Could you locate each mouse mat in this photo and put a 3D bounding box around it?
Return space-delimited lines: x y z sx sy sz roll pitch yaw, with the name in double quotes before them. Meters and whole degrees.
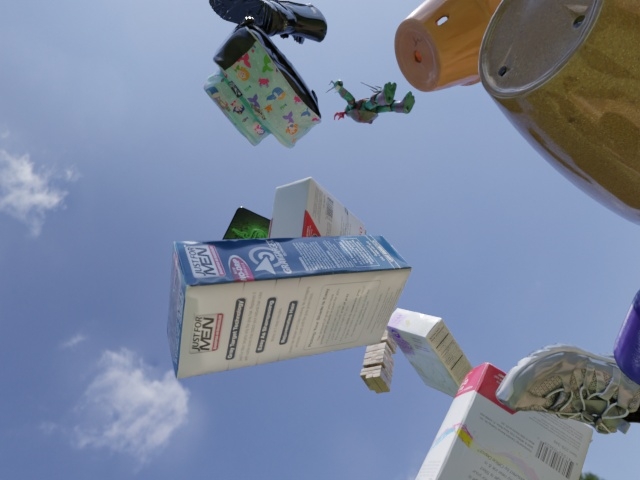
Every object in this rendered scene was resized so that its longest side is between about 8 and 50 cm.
"mouse mat" -0.185 -0.001 1.261 0.189 0.007 0.153 24 -111 -8

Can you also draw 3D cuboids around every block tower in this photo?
"block tower" 0.246 0.450 1.730 0.090 0.335 0.097 -20 -66 29

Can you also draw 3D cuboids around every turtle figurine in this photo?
"turtle figurine" 0.128 -0.376 1.160 0.175 0.234 0.118 -13 -71 -37

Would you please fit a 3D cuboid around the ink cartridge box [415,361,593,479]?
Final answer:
"ink cartridge box" 0.329 0.426 0.797 0.306 0.226 0.131 -51 -13 -25

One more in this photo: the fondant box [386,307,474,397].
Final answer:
"fondant box" 0.399 0.405 1.520 0.096 0.238 0.330 -41 -72 -21

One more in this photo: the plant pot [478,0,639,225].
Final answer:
"plant pot" 0.283 -0.150 0.393 0.254 0.237 0.237 13 -73 -25

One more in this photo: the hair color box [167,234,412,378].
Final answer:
"hair color box" -0.047 0.090 0.661 0.347 0.105 0.174 -2 -55 -29

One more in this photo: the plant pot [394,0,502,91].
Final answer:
"plant pot" 0.343 -0.546 1.184 0.203 0.291 0.291 -31 -56 -13

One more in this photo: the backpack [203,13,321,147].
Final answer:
"backpack" -0.120 -0.317 0.924 0.191 0.225 0.253 -44 -62 13

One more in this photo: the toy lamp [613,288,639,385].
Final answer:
"toy lamp" 0.295 0.159 0.363 0.080 0.080 0.275 -23 -67 -15

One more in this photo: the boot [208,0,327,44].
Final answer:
"boot" -0.123 -0.551 1.026 0.207 0.246 0.094 -24 -34 -50

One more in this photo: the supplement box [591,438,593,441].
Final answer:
"supplement box" 0.500 0.438 1.012 0.239 0.130 0.073 10 -59 -22

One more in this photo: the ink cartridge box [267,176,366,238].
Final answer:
"ink cartridge box" 0.000 0.000 1.079 0.273 0.114 0.197 35 -127 -46

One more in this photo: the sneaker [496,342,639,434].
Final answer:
"sneaker" 0.398 0.225 0.628 0.281 0.115 0.105 2 -57 -14
